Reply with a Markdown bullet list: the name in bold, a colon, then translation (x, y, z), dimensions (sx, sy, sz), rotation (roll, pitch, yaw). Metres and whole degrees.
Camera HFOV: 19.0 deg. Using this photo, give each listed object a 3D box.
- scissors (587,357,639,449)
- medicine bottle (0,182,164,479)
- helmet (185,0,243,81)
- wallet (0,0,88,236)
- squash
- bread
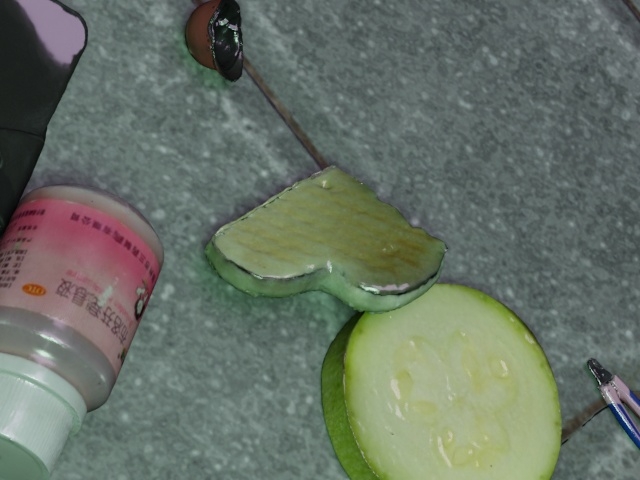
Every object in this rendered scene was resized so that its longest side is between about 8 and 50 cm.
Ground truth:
- **scissors**: translation (0.311, 0.168, 1.960), dimensions (0.039, 0.012, 0.113), rotation (-37, 88, -36)
- **medicine bottle**: translation (-0.233, 0.080, 1.630), dimensions (0.147, 0.147, 0.247), rotation (28, 57, -14)
- **helmet**: translation (-0.109, -0.197, 1.882), dimensions (0.065, 0.049, 0.084), rotation (-8, 97, -66)
- **wallet**: translation (-0.351, -0.090, 1.702), dimensions (0.197, 0.051, 0.377), rotation (29, 59, -13)
- **squash**: translation (0.122, 0.164, 1.844), dimensions (0.252, 0.049, 0.252), rotation (12, 63, -26)
- **bread**: translation (0.000, 0.000, 1.821), dimensions (0.232, 0.064, 0.172), rotation (4, 46, -12)
